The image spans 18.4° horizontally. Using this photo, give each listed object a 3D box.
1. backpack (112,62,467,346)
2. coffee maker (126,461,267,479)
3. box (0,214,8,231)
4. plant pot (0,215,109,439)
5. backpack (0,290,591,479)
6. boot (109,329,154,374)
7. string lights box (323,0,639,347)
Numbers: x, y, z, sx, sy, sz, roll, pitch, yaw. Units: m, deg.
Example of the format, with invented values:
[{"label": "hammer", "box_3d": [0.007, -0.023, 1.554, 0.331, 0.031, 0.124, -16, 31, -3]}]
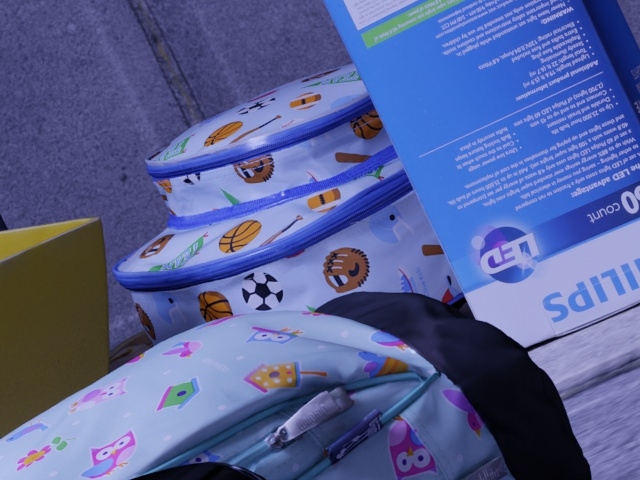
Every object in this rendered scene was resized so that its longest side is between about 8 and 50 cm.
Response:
[{"label": "backpack", "box_3d": [0.000, 0.000, 1.324, 0.276, 0.213, 0.263, -19, 17, 47]}, {"label": "coffee maker", "box_3d": [-0.055, 0.124, 0.337, 0.171, 0.120, 0.178, 5, 22, 34]}, {"label": "box", "box_3d": [-0.359, 0.100, 1.441, 0.179, 0.312, 0.343, -28, 3, -43]}, {"label": "plant pot", "box_3d": [-0.242, 0.111, 1.143, 0.212, 0.187, 0.212, -9, 10, 27]}, {"label": "backpack", "box_3d": [-0.030, 0.088, 0.588, 0.182, 0.115, 0.152, -30, 6, -26]}, {"label": "boot", "box_3d": [-0.119, 0.112, 1.514, 0.165, 0.077, 0.213, -24, 8, 45]}, {"label": "string lights box", "box_3d": [0.105, -0.081, 1.078, 0.133, 0.259, 0.077, -24, 3, 23]}]
